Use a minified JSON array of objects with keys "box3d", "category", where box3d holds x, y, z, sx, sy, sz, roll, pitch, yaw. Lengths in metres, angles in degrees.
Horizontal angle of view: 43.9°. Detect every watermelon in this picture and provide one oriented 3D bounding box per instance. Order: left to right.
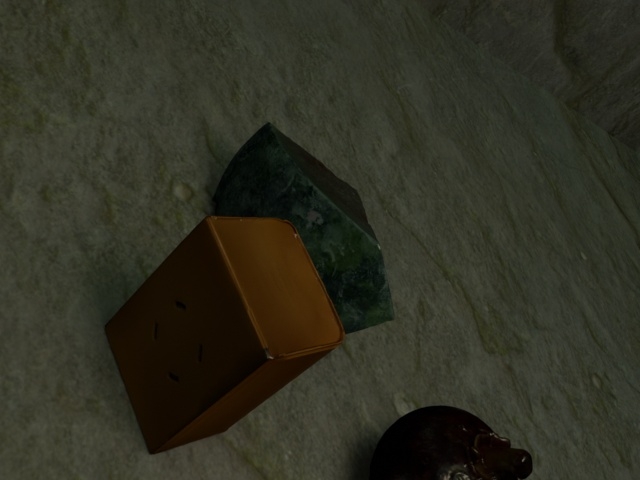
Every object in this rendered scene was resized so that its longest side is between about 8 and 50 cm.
[{"box3d":[0.000,0.000,1.304,0.258,0.228,0.387,-2,49,-55],"category":"watermelon"}]

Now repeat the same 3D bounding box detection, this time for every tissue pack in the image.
[{"box3d":[-0.129,0.117,1.009,0.145,0.274,0.194,-6,62,-48],"category":"tissue pack"}]

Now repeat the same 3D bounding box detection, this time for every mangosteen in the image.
[{"box3d":[0.197,0.338,1.137,0.236,0.261,0.235,24,45,-27],"category":"mangosteen"}]
